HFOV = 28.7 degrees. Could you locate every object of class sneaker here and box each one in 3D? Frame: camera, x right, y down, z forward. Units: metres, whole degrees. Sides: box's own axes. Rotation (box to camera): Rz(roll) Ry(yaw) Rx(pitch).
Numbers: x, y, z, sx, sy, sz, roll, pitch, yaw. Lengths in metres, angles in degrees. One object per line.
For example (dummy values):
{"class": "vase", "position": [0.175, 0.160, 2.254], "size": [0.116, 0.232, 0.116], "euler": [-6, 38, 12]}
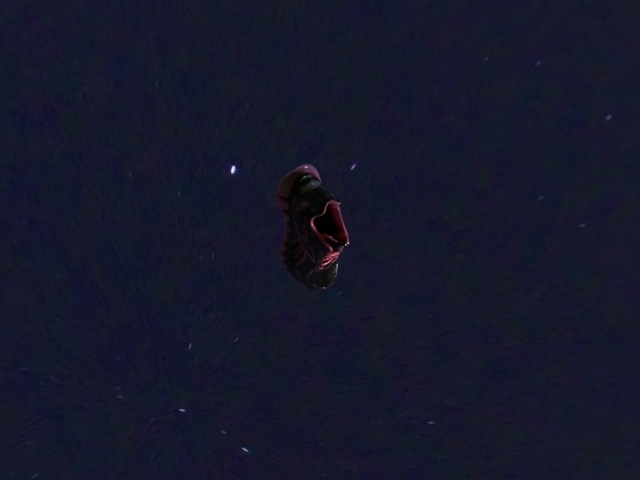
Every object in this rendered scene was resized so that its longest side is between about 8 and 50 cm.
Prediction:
{"class": "sneaker", "position": [0.000, 0.000, 0.963], "size": [0.047, 0.119, 0.057], "euler": [-36, -131, -24]}
